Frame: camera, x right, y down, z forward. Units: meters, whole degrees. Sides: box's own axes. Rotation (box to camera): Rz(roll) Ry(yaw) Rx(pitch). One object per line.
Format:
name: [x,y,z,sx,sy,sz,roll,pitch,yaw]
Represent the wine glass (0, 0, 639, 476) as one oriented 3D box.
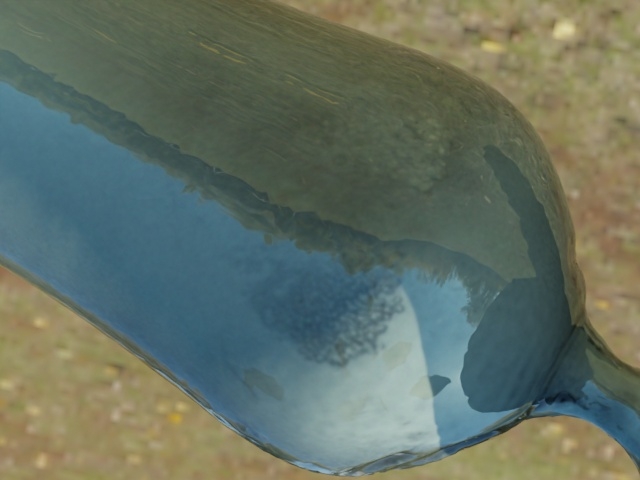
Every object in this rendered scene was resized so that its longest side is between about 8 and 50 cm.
wine glass: [0.000,0.000,0.470,0.231,0.103,0.103,28,166,9]
